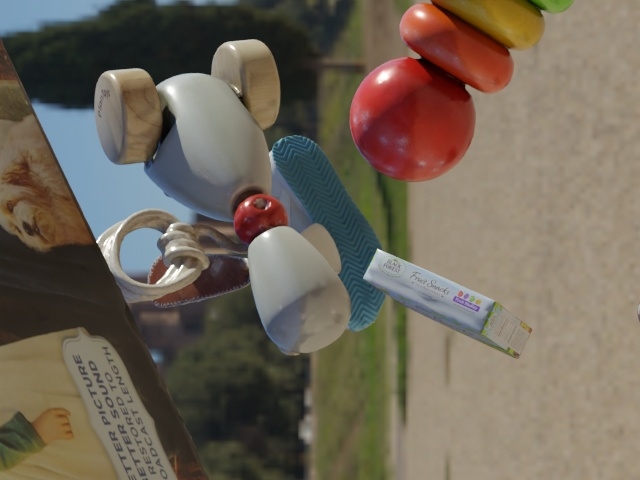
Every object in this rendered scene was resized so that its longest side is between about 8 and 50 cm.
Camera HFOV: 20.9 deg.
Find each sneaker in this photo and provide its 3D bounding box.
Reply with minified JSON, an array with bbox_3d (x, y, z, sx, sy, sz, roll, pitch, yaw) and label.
[{"bbox_3d":[0.000,0.000,1.928,0.229,0.087,0.092,66,149,16],"label":"sneaker"}]

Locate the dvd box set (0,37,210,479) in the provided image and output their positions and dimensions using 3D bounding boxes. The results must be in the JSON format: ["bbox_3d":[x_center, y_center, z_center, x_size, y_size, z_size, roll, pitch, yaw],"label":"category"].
[{"bbox_3d":[-0.207,0.019,0.617,0.420,0.062,0.308,8,-128,-63],"label":"dvd box set"}]

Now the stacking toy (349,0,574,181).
[{"bbox_3d":[0.127,-0.190,1.218,0.330,0.141,0.141,-58,4,9],"label":"stacking toy"}]

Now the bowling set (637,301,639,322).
[{"bbox_3d":[0.481,0.028,2.100,0.200,0.287,0.154,-44,-20,-36],"label":"bowling set"}]

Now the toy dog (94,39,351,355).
[{"bbox_3d":[-0.086,-0.020,1.479,0.161,0.220,0.334,103,167,-47],"label":"toy dog"}]

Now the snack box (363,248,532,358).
[{"bbox_3d":[0.123,0.061,1.672,0.037,0.141,0.100,-62,-33,-5],"label":"snack box"}]
